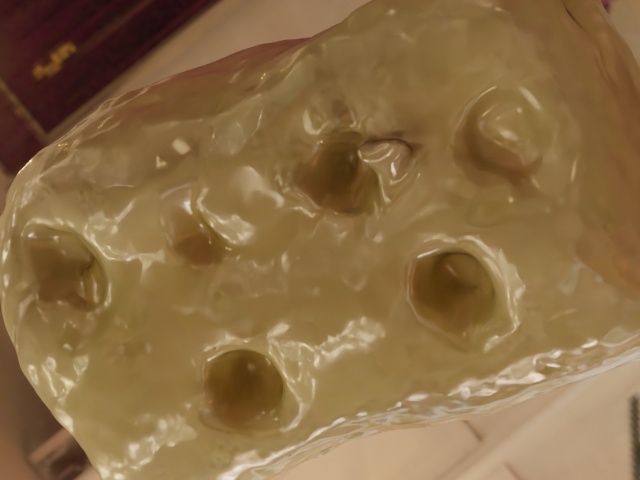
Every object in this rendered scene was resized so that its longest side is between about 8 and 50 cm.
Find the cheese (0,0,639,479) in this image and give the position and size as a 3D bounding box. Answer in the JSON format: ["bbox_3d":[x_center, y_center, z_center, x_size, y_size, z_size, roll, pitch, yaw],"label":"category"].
[{"bbox_3d":[-0.001,0.000,0.564,0.093,0.263,0.159,-19,-91,-63],"label":"cheese"}]
